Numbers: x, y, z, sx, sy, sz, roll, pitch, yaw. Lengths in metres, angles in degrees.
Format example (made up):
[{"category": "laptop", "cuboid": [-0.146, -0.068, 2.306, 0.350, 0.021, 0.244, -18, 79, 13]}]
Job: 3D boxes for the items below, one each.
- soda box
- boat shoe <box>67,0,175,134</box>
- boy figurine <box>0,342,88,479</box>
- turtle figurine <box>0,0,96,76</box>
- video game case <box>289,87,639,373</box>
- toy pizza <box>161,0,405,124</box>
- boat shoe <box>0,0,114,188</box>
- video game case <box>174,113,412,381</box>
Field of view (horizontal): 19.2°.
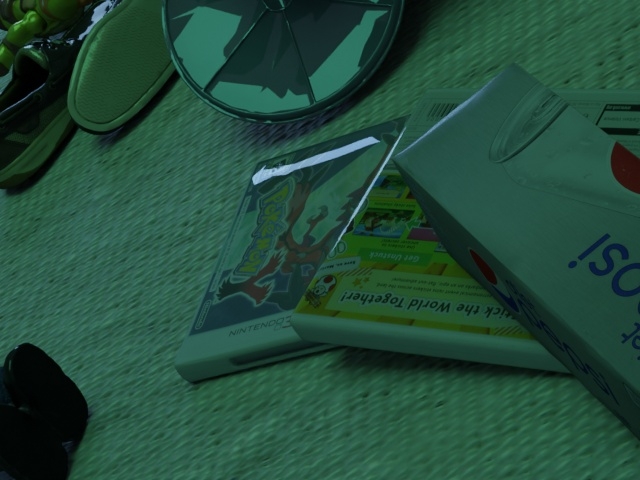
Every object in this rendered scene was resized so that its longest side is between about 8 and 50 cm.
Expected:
[{"category": "soda box", "cuboid": [0.154, 0.016, 1.014, 0.098, 0.091, 0.286, -37, 38, -3]}, {"category": "boat shoe", "cuboid": [-0.154, -0.184, 1.684, 0.079, 0.084, 0.233, 114, 180, -66]}, {"category": "boy figurine", "cuboid": [-0.310, 0.168, 1.373, 0.285, 0.092, 0.177, -22, 36, 30]}, {"category": "turtle figurine", "cuboid": [-0.259, -0.250, 1.846, 0.269, 0.087, 0.217, -57, 21, 2]}, {"category": "video game case", "cuboid": [0.115, -0.013, 1.172, 0.227, 0.026, 0.206, 5, 53, 40]}, {"category": "toy pizza", "cuboid": [-0.028, -0.186, 1.466, 0.201, 0.032, 0.201, -3, 80, 19]}, {"category": "boat shoe", "cuboid": [-0.245, -0.148, 1.717, 0.080, 0.073, 0.223, -3, 47, 46]}, {"category": "video game case", "cuboid": [0.000, 0.000, 1.309, 0.183, 0.023, 0.201, -16, 39, 35]}]
